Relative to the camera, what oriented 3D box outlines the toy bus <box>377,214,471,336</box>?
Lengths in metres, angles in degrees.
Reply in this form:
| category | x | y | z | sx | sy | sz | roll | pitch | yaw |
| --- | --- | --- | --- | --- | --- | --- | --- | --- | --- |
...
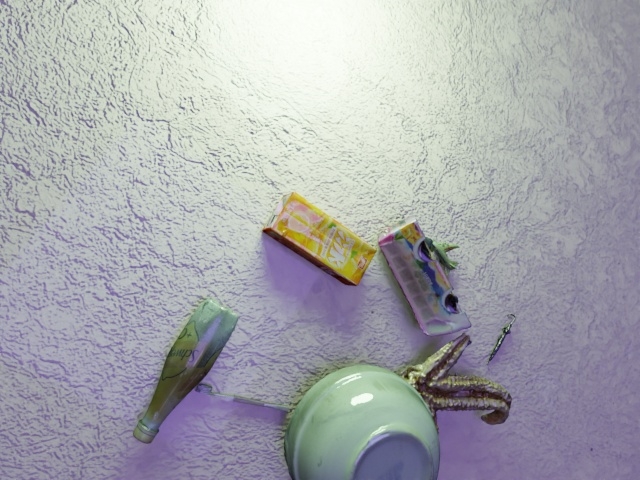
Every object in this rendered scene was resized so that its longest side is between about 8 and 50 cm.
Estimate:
| category | x | y | z | sx | sy | sz | roll | pitch | yaw |
| --- | --- | --- | --- | --- | --- | --- | --- | --- | --- |
| toy bus | 0.232 | 0.084 | 0.954 | 0.112 | 0.090 | 0.274 | -27 | 96 | 10 |

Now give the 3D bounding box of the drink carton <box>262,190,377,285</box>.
| category | x | y | z | sx | sy | sz | roll | pitch | yaw |
| --- | --- | --- | --- | --- | --- | --- | --- | --- | --- |
| drink carton | 0.000 | 0.000 | 0.890 | 0.223 | 0.071 | 0.096 | 33 | 76 | -17 |

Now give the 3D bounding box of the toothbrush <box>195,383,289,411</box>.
| category | x | y | z | sx | sy | sz | roll | pitch | yaw |
| --- | --- | --- | --- | --- | --- | --- | --- | --- | --- |
| toothbrush | -0.153 | 0.315 | 0.845 | 0.194 | 0.014 | 0.017 | 22 | 79 | -18 |

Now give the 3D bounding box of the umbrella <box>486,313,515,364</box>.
| category | x | y | z | sx | sy | sz | roll | pitch | yaw |
| --- | --- | --- | --- | --- | --- | --- | --- | --- | --- |
| umbrella | 0.462 | 0.253 | 1.080 | 0.022 | 0.022 | 0.148 | 24 | 75 | 25 |

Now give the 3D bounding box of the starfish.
| category | x | y | z | sx | sy | sz | roll | pitch | yaw |
| --- | --- | --- | --- | --- | --- | --- | --- | --- | --- |
| starfish | 0.221 | 0.407 | 0.948 | 0.432 | 0.082 | 0.324 | -33 | 101 | -15 |

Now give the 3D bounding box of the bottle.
| category | x | y | z | sx | sy | sz | roll | pitch | yaw |
| --- | --- | --- | --- | --- | --- | --- | --- | --- | --- |
| bottle | -0.249 | 0.237 | 0.775 | 0.083 | 0.083 | 0.269 | 34 | 77 | -16 |

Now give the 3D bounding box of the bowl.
| category | x | y | z | sx | sy | sz | roll | pitch | yaw |
| --- | --- | --- | --- | --- | --- | --- | --- | --- | --- |
| bowl | 0.098 | 0.406 | 0.802 | 0.307 | 0.163 | 0.307 | 0 | 90 | -17 |

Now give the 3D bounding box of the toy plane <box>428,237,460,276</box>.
| category | x | y | z | sx | sy | sz | roll | pitch | yaw |
| --- | --- | --- | --- | --- | --- | --- | --- | --- | --- |
| toy plane | 0.285 | 0.036 | 1.012 | 0.111 | 0.040 | 0.102 | 46 | 71 | -12 |
